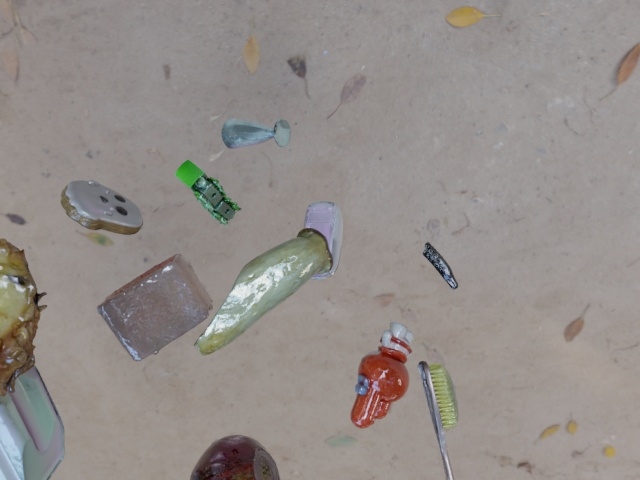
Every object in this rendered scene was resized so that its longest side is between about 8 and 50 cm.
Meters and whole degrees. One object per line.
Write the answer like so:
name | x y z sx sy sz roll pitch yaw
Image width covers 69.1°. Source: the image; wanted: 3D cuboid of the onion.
onion | -0.293 0.791 1.561 0.282 0.337 0.260 -36 61 24

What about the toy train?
toy train | -0.310 -0.125 1.301 0.119 0.251 0.085 38 80 15

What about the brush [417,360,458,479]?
brush | 0.271 0.409 0.983 0.067 0.072 0.312 -12 80 5

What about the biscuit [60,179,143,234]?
biscuit | -0.542 -0.088 1.172 0.049 0.208 0.181 -51 55 18

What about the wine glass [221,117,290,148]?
wine glass | -0.150 -0.246 1.077 0.155 0.073 0.073 9 121 30

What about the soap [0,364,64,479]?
soap | -0.778 0.404 1.069 0.262 0.156 0.445 -8 112 4

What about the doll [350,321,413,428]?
doll | 0.167 0.363 1.237 0.130 0.290 0.161 7 151 42

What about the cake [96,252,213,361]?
cake | -0.529 0.208 1.517 0.309 0.237 0.230 -35 105 -10

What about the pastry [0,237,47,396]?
pastry | -0.593 0.162 0.627 0.337 0.405 0.292 -41 96 18

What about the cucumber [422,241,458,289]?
cucumber | 0.304 0.063 1.167 0.135 0.033 0.034 49 126 11

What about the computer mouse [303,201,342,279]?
computer mouse | 0.000 0.000 1.400 0.126 0.245 0.056 -2 161 19

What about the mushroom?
mushroom | -0.112 0.088 0.902 0.107 0.333 0.087 56 155 0
